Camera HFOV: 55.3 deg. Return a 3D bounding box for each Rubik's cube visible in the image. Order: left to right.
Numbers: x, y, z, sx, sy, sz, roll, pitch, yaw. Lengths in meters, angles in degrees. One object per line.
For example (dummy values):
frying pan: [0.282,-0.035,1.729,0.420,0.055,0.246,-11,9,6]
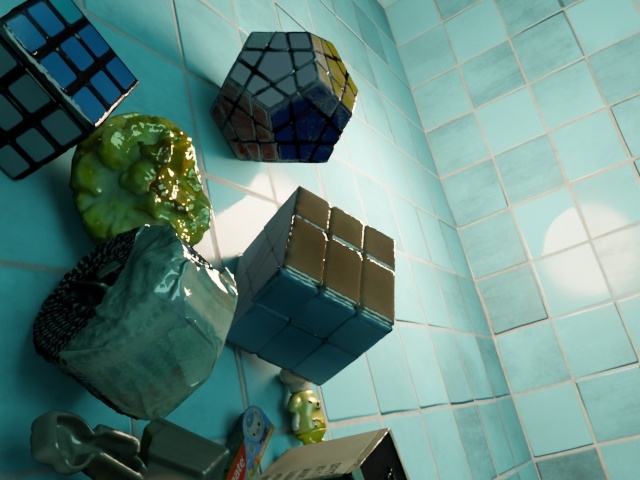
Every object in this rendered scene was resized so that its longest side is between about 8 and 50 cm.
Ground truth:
Rubik's cube: [-0.367,-0.204,0.794,0.160,0.163,0.162,53,30,-27]
Rubik's cube: [-0.075,-0.299,1.314,0.319,0.319,0.264,41,8,-43]
Rubik's cube: [-0.020,0.084,1.087,0.225,0.231,0.221,29,40,-18]

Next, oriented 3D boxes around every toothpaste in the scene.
toothpaste: [-0.133,0.336,0.932,0.070,0.044,0.193,57,27,-17]

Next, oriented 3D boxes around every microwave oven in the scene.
microwave oven: [0.041,0.474,0.927,0.181,0.237,0.295,-18,87,-64]

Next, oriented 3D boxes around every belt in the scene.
belt: [-0.218,0.089,0.730,0.150,0.257,0.207,49,58,-32]

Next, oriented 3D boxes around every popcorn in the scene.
popcorn: [-0.255,-0.072,0.881,0.204,0.184,0.221,-56,132,-65]

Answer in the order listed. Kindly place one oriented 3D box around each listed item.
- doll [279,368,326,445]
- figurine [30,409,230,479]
doll: [-0.031,0.299,1.139,0.106,0.062,0.162,24,47,-61]
figurine: [-0.200,0.337,0.661,0.342,0.167,0.285,46,17,6]
